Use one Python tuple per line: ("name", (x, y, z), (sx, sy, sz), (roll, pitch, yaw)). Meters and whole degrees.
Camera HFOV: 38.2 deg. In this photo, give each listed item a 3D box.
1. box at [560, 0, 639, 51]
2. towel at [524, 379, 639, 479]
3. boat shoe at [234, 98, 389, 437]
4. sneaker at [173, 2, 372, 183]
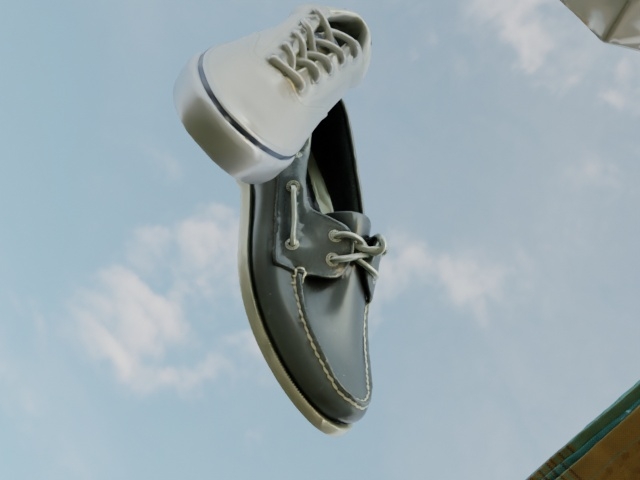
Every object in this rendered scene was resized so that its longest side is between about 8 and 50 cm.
("box", (0.231, -0.185, 0.601), (0.091, 0.170, 0.130), (-64, -143, 32))
("towel", (0.279, 0.231, 0.671), (0.370, 0.040, 0.271), (-44, -84, 4))
("boat shoe", (0.000, 0.000, 0.764), (0.099, 0.320, 0.116), (-29, -38, 24))
("sneaker", (-0.023, -0.118, 0.628), (0.091, 0.258, 0.094), (-40, -79, 23))
